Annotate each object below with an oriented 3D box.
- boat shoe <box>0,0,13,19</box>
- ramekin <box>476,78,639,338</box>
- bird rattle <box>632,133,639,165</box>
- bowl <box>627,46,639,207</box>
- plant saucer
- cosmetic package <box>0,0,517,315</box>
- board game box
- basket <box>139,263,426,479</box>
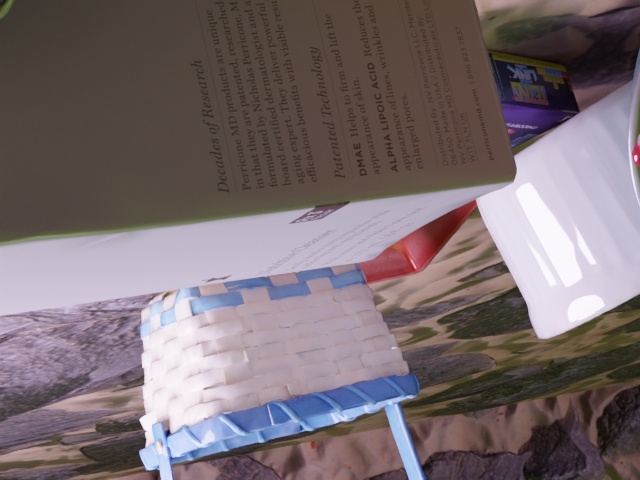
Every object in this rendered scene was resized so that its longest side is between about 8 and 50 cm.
[{"bbox_3d":[-0.174,-0.133,0.726,0.219,0.070,0.078,-8,164,-29],"label":"boat shoe"},{"bbox_3d":[0.256,-0.050,1.224,0.277,0.135,0.277,-31,177,-2],"label":"ramekin"},{"bbox_3d":[0.200,-0.161,0.712,0.207,0.254,0.143,-35,-179,-38],"label":"bird rattle"},{"bbox_3d":[0.329,-0.112,0.990,0.311,0.312,0.163,-16,-152,3],"label":"bowl"},{"bbox_3d":[0.000,0.000,1.459,0.258,0.048,0.259,-12,164,-14],"label":"plant saucer"},{"bbox_3d":[-0.110,-0.056,0.896,0.384,0.156,0.217,-10,170,-25],"label":"cosmetic package"},{"bbox_3d":[0.094,-0.095,1.198,0.141,0.048,0.170,-26,163,39],"label":"board game box"},{"bbox_3d":[-0.030,0.170,1.388,0.254,0.289,0.201,-6,163,-29],"label":"basket"}]
